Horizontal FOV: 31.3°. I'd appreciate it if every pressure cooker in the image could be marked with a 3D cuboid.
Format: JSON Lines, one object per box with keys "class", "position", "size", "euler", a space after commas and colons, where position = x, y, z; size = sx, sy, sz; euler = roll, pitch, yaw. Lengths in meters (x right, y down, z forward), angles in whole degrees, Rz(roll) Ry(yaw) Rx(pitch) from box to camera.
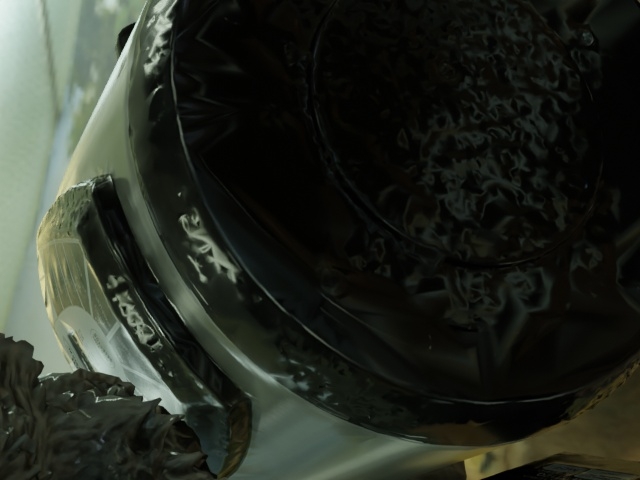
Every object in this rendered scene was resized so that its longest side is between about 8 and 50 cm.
{"class": "pressure cooker", "position": [0.006, -0.001, 0.800], "size": [0.420, 0.375, 0.370], "euler": [140, 147, -61]}

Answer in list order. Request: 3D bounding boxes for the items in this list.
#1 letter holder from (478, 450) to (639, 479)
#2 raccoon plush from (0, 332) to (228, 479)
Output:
{"class": "letter holder", "position": [0.198, 0.227, 0.500], "size": [0.302, 0.152, 0.214], "euler": [-1, 92, 45]}
{"class": "raccoon plush", "position": [-0.159, 0.191, 0.305], "size": [0.216, 0.446, 0.299], "euler": [-52, 47, 22]}
